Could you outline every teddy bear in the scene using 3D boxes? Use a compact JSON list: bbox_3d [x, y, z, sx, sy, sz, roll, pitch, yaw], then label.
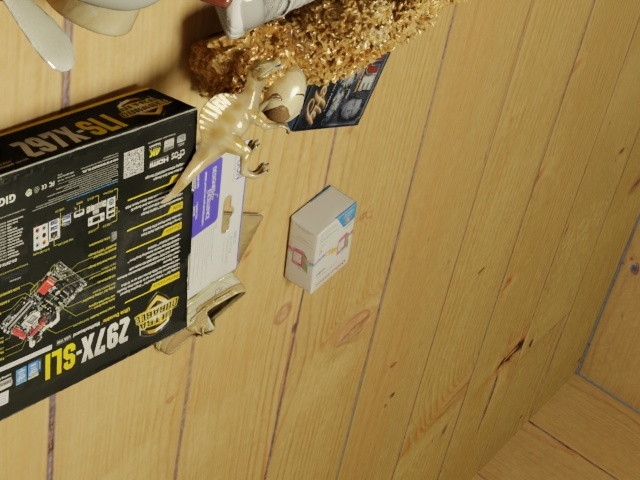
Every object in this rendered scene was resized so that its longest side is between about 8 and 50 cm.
[{"bbox_3d":[0.029,-0.217,1.512,0.338,0.245,0.113,-30,104,-37],"label":"teddy bear"}]

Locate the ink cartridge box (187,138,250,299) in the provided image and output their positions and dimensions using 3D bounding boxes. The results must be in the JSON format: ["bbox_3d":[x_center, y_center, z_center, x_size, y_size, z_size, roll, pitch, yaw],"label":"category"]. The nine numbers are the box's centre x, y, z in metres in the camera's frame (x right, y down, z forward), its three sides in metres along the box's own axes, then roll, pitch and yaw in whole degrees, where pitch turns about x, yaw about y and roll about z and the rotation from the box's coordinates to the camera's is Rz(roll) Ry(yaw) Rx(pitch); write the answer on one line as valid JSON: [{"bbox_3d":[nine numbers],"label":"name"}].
[{"bbox_3d":[-0.170,-0.004,1.604,0.208,0.045,0.206,-34,146,-39],"label":"ink cartridge box"}]

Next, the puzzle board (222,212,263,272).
[{"bbox_3d":[-0.126,0.007,1.756,0.096,0.011,0.128,-61,156,13],"label":"puzzle board"}]

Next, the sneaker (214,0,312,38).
[{"bbox_3d":[-0.043,-0.265,1.337,0.281,0.115,0.105,-65,136,-71],"label":"sneaker"}]

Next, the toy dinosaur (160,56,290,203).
[{"bbox_3d":[-0.092,-0.103,1.417,0.092,0.053,0.183,36,91,-41],"label":"toy dinosaur"}]

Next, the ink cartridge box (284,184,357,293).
[{"bbox_3d":[0.000,0.000,1.944,0.088,0.052,0.122,-40,153,-36],"label":"ink cartridge box"}]

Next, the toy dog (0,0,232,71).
[{"bbox_3d":[-0.185,-0.219,1.117,0.334,0.161,0.220,-42,156,-47],"label":"toy dog"}]

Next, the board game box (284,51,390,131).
[{"bbox_3d":[0.039,-0.251,1.709,0.165,0.042,0.243,-14,132,-59],"label":"board game box"}]

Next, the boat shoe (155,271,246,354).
[{"bbox_3d":[-0.149,0.095,1.768,0.135,0.045,0.050,-48,159,0],"label":"boat shoe"}]

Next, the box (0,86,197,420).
[{"bbox_3d":[-0.254,0.016,1.351,0.322,0.079,0.257,-27,132,-46],"label":"box"}]
